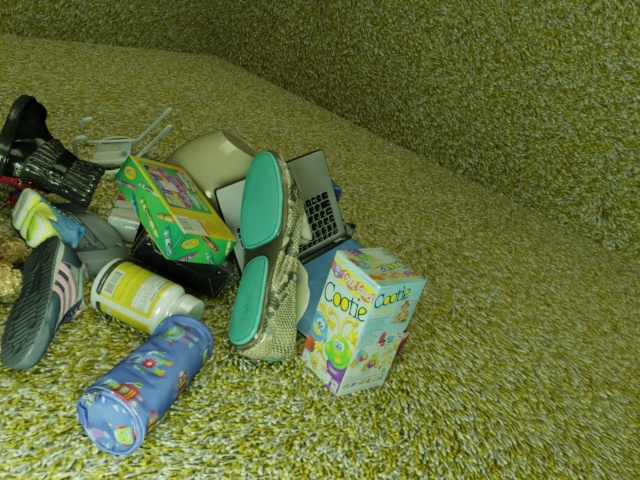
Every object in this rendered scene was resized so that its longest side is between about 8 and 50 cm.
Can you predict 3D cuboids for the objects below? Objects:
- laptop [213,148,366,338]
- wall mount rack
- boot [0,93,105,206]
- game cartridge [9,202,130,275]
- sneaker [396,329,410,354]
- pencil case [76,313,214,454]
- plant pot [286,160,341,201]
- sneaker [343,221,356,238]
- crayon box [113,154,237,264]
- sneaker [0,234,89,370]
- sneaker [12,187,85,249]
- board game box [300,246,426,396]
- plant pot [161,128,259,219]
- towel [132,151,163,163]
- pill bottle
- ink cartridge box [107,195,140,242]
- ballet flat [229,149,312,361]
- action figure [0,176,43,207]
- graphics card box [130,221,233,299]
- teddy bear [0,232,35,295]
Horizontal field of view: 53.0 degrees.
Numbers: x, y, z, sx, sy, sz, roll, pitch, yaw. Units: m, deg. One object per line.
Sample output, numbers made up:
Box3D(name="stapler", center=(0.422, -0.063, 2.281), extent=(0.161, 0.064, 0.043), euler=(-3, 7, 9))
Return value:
Box3D(name="laptop", center=(0.000, 0.000, 1.623), extent=(0.236, 0.407, 0.382), euler=(-1, 20, 46))
Box3D(name="wall mount rack", center=(-0.627, -0.332, 2.074), extent=(0.305, 0.130, 0.350), euler=(-6, 29, -10))
Box3D(name="boot", center=(-0.694, -0.231, 1.679), extent=(0.260, 0.131, 0.347), euler=(17, 36, -22))
Box3D(name="game cartridge", center=(-0.591, -0.004, 1.538), extent=(0.196, 0.060, 0.294), euler=(-11, 37, -43))
Box3D(name="sneaker", center=(0.150, 0.239, 1.524), extent=(0.075, 0.063, 0.170), euler=(37, 34, 24))
Box3D(name="pencil case", center=(-0.301, 0.240, 1.124), extent=(0.133, 0.119, 0.306), euler=(15, 23, 10))
Box3D(name="plant pot", center=(-0.104, -0.106, 1.899), extent=(0.236, 0.212, 0.236), euler=(5, 20, -28))
Box3D(name="sneaker", center=(0.068, 0.015, 1.856), extent=(0.086, 0.132, 0.228), euler=(26, 15, -38))
Box3D(name="crayon box", center=(-0.333, -0.070, 1.470), extent=(0.165, 0.081, 0.278), euler=(11, 33, -54))
Box3D(name="sneaker", center=(-0.510, 0.132, 1.237), extent=(0.131, 0.112, 0.318), euler=(53, 20, -39))
Box3D(name="sneaker", center=(-0.611, -0.035, 1.448), extent=(0.126, 0.091, 0.240), euler=(24, 13, -41))
Box3D(name="board game box", center=(0.085, 0.169, 1.366), extent=(0.144, 0.275, 0.142), euler=(-3, 31, -41))
Box3D(name="plant pot", center=(-0.264, -0.183, 1.717), extent=(0.284, 0.191, 0.284), euler=(36, 15, -11))
Box3D(name="towel", center=(-0.577, -0.260, 2.139), extent=(0.120, 0.029, 0.067), euler=(25, 26, 18))
Box3D(name="pill bottle", center=(-0.356, 0.128, 1.330), extent=(0.209, 0.119, 0.119), euler=(24, 24, 11))
Box3D(name="ink cartridge box", center=(-0.497, -0.054, 1.699), extent=(0.109, 0.063, 0.150), euler=(14, 23, -13))
Box3D(name="ballet flat", center=(-0.097, 0.038, 1.449), extent=(0.182, 0.164, 0.482), euler=(24, 59, -41))
Box3D(name="action figure", center=(-0.855, -0.165, 1.652), extent=(0.281, 0.091, 0.139), euler=(14, 17, -7))
Box3D(name="graphics card box", center=(-0.340, -0.023, 1.634), extent=(0.233, 0.094, 0.371), euler=(32, 19, -20))
Box3D(name="teddy bear", center=(-0.719, 0.050, 1.286), extent=(0.245, 0.113, 0.338), euler=(18, 15, -19))
